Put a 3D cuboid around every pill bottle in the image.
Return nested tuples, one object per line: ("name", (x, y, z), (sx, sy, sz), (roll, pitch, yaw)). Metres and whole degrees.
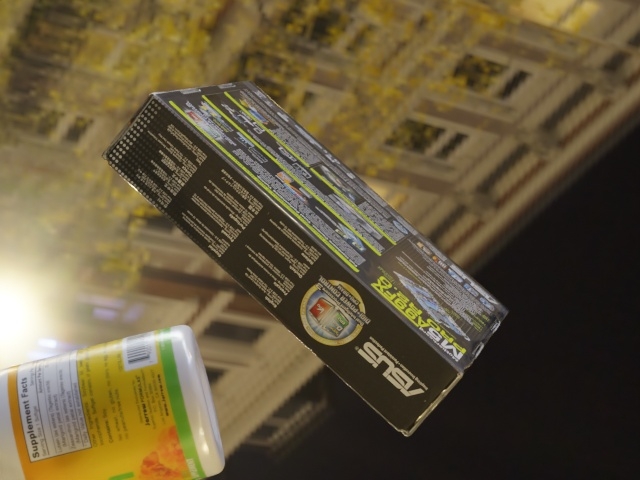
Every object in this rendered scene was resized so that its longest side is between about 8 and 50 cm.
("pill bottle", (-0.218, 0.167, 1.357), (0.136, 0.245, 0.136), (166, -90, -88))

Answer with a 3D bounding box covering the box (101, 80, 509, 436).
("box", (0.000, 0.000, 1.074), (0.060, 0.270, 0.216), (-50, 175, 16))
